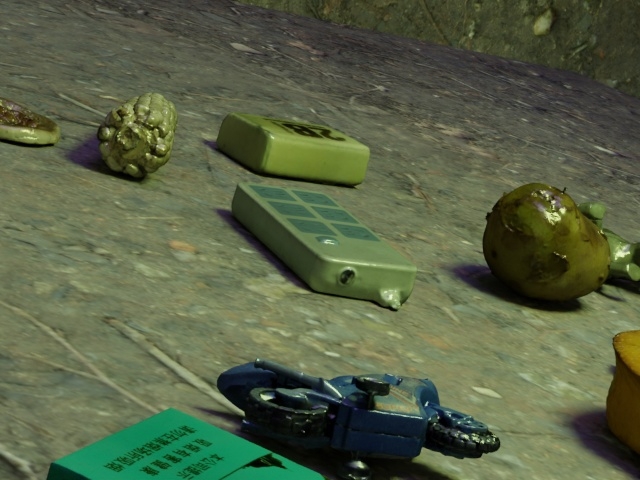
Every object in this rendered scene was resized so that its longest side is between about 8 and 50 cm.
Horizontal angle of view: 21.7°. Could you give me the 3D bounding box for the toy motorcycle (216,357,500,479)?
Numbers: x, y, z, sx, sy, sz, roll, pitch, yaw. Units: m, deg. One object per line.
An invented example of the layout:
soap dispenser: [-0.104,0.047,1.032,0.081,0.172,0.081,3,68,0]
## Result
toy motorcycle: [0.031,0.130,1.250,0.205,0.076,0.114,10,7,-21]

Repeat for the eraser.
eraser: [-0.034,-0.120,2.159,0.172,0.058,0.117,6,17,-38]

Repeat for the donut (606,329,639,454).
donut: [0.371,0.151,1.483,0.253,0.118,0.253,19,12,-4]

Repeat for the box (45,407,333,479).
box: [-0.037,0.177,1.035,0.226,0.042,0.161,21,15,19]

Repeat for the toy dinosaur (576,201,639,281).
toy dinosaur: [0.350,0.015,2.070,0.294,0.077,0.162,25,-12,-34]

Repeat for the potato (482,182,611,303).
potato: [0.255,0.008,1.892,0.176,0.137,0.137,34,-1,-43]

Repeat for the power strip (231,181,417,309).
power strip: [0.000,0.000,1.765,0.118,0.046,0.270,10,16,-28]

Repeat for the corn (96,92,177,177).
corn: [-0.211,-0.126,1.935,0.087,0.087,0.211,16,10,-6]

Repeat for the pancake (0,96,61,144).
pancake: [-0.360,-0.138,1.908,0.139,0.022,0.139,17,15,-4]
